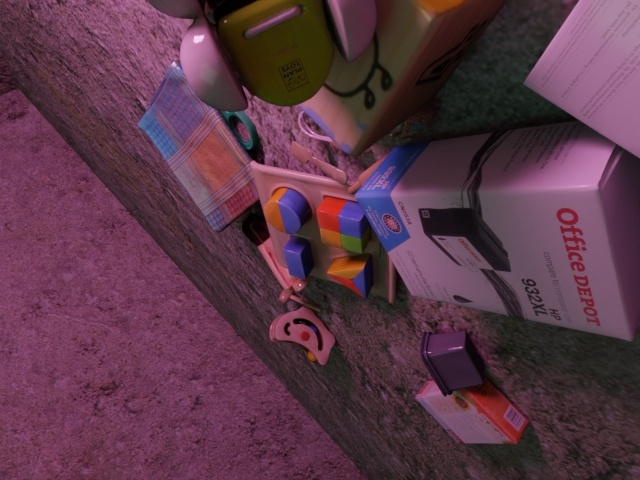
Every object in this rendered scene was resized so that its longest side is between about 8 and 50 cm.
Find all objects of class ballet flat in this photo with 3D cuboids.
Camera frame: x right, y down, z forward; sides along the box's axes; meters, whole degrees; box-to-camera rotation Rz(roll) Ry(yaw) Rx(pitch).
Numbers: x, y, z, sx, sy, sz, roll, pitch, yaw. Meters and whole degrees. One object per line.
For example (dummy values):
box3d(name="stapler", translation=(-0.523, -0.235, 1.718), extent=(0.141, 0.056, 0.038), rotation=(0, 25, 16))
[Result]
box3d(name="ballet flat", translation=(0.063, -0.201, 0.608), extent=(0.206, 0.067, 0.073), rotation=(27, 129, 32))

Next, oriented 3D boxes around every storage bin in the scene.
box3d(name="storage bin", translation=(0.286, 0.251, 0.879), extent=(0.091, 0.098, 0.135), rotation=(-21, 110, 31))

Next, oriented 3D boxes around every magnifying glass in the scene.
box3d(name="magnifying glass", translation=(-0.216, -0.315, 0.948), extent=(0.092, 0.026, 0.231), rotation=(1, 128, 55))

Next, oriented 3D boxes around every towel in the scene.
box3d(name="towel", translation=(-0.304, -0.218, 1.044), extent=(0.271, 0.040, 0.370), rotation=(-30, 97, 43))

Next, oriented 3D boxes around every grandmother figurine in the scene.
box3d(name="grandmother figurine", translation=(-0.159, -0.004, 1.172), extent=(0.342, 0.104, 0.207), rotation=(52, 143, -11))

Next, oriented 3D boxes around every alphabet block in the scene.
box3d(name="alphabet block", translation=(0.063, -0.250, 0.454), extent=(0.192, 0.193, 0.197), rotation=(44, 151, 6))

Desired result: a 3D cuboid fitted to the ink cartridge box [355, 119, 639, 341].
box3d(name="ink cartridge box", translation=(0.232, -0.016, 0.545), extent=(0.307, 0.129, 0.223), rotation=(5, 136, 50))

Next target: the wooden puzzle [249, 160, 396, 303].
box3d(name="wooden puzzle", translation=(0.000, 0.000, 0.911), extent=(0.347, 0.080, 0.322), rotation=(18, 141, 25))

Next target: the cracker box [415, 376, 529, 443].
box3d(name="cracker box", translation=(0.348, 0.400, 0.984), extent=(0.156, 0.067, 0.232), rotation=(46, 151, 7))

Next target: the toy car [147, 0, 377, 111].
box3d(name="toy car", translation=(-0.053, -0.206, 0.344), extent=(0.136, 0.159, 0.182), rotation=(-110, -6, -64))

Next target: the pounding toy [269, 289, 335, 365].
box3d(name="pounding toy", translation=(-0.064, 0.293, 1.341), extent=(0.269, 0.154, 0.155), rotation=(50, 152, -3))

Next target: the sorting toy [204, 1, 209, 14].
box3d(name="sorting toy", translation=(-0.274, -0.546, 0.670), extent=(0.257, 0.089, 0.255), rotation=(53, 152, -6))

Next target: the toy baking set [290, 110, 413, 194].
box3d(name="toy baking set", translation=(0.047, -0.179, 0.719), extent=(0.197, 0.030, 0.256), rotation=(55, 141, 4))

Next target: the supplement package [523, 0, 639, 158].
box3d(name="supplement package", translation=(0.294, -0.145, 0.347), extent=(0.179, 0.105, 0.105), rotation=(41, 150, 14))
